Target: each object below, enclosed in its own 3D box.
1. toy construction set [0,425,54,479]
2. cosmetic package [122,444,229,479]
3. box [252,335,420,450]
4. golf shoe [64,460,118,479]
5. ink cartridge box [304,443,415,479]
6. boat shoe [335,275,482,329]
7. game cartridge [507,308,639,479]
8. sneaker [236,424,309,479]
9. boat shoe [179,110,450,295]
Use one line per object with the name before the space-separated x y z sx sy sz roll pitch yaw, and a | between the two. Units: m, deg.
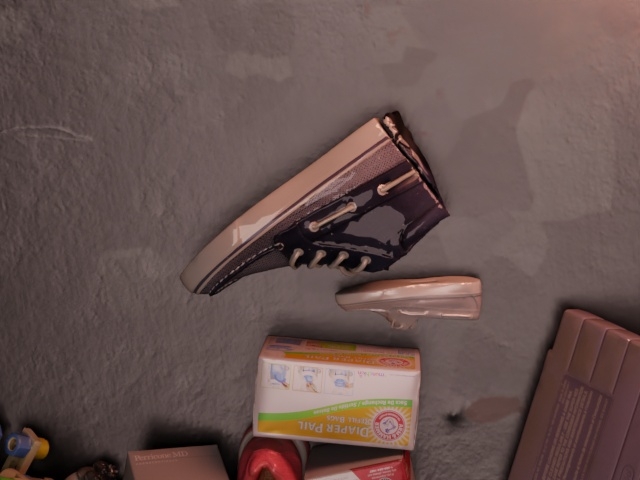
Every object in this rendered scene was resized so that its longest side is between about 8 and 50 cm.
toy construction set | -0.415 0.409 1.649 0.215 0.151 0.327 21 104 42
cosmetic package | -0.162 0.368 1.583 0.127 0.238 0.107 -3 129 -22
box | 0.023 0.190 1.621 0.203 0.114 0.103 5 100 2
golf shoe | -0.282 0.392 1.702 0.094 0.077 0.198 -23 90 18
ink cartridge box | 0.063 0.352 1.637 0.128 0.127 0.176 -13 99 6
boat shoe | 0.112 0.082 1.627 0.184 0.066 0.063 -5 98 -5
game cartridge | 0.337 0.283 1.571 0.068 0.230 0.355 9 102 -35
sneaker | -0.076 0.392 1.649 0.116 0.136 0.313 1 100 5
boat shoe | 0.000 0.000 1.581 0.341 0.127 0.158 -37 88 8
